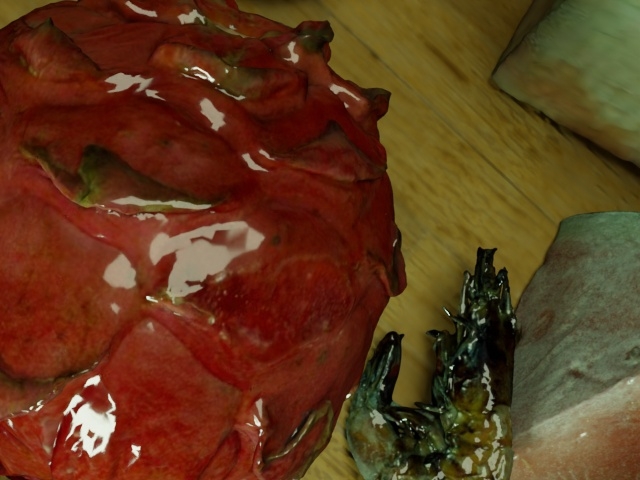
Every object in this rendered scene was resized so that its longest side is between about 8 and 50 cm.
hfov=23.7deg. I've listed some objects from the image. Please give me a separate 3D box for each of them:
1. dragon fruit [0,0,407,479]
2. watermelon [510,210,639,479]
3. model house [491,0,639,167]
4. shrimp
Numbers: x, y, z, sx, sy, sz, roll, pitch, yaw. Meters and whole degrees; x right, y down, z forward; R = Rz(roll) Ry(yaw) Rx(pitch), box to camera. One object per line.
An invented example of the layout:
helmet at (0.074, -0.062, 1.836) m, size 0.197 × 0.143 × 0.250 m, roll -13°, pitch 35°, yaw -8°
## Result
dragon fruit at (-0.078, 0.001, 0.692) m, size 0.241 × 0.241 × 0.252 m, roll -11°, pitch 93°, yaw -24°
watermelon at (0.184, 0.095, 0.868) m, size 0.202 × 0.136 × 0.207 m, roll -10°, pitch 107°, yaw 13°
model house at (0.303, -0.160, 0.880) m, size 0.280 × 0.245 × 0.312 m, roll 31°, pitch 71°, yaw -2°
shrimp at (0.063, 0.072, 0.819) m, size 0.091 × 0.034 × 0.161 m, roll 8°, pitch 67°, yaw 6°
